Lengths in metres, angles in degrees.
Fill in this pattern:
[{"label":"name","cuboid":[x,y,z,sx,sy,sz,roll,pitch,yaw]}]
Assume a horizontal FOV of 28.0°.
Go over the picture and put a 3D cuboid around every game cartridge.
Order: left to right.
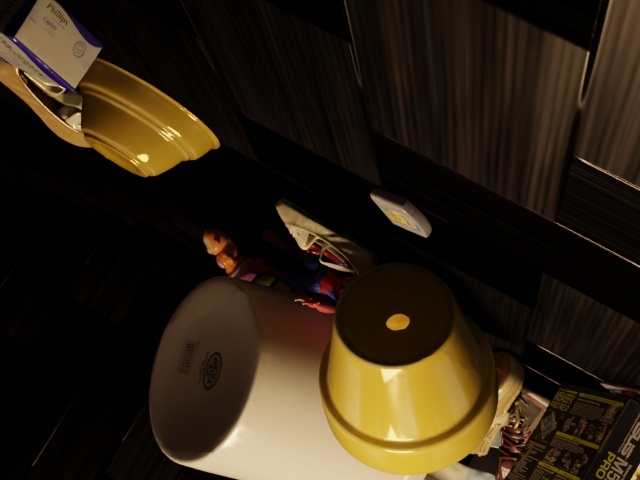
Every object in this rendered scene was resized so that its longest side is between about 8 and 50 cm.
[{"label":"game cartridge","cuboid":[0.095,-0.030,1.464,0.056,0.017,0.083,20,166,33]}]

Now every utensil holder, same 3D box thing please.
[{"label":"utensil holder","cuboid":[-0.037,0.250,2.090,0.385,0.328,0.327,20,179,-37]}]

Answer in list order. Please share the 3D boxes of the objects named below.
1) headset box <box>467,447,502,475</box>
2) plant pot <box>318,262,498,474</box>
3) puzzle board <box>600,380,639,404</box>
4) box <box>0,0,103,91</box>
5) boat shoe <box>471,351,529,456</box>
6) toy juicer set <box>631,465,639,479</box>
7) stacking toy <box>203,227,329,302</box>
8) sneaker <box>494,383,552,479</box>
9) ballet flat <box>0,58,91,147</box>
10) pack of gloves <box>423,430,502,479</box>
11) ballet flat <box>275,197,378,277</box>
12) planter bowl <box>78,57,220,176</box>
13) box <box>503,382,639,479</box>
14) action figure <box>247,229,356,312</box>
[{"label":"headset box","cuboid":[0.389,0.483,2.372,0.246,0.283,0.131,22,168,44]},{"label":"plant pot","cuboid":[0.114,0.162,1.768,0.254,0.254,0.239,26,155,25]},{"label":"puzzle board","cuboid":[0.441,0.222,1.704,0.096,0.011,0.128,34,170,-17]},{"label":"box","cuboid":[-0.352,-0.253,1.519,0.137,0.072,0.126,24,169,34]},{"label":"boat shoe","cuboid":[0.270,0.262,2.028,0.089,0.105,0.285,20,150,-4]},{"label":"toy juicer set","cuboid":[0.515,0.405,1.924,0.329,0.089,0.209,3,118,67]},{"label":"stacking toy","cuboid":[-0.116,0.092,2.412,0.302,0.166,0.175,46,173,-4]},{"label":"sneaker","cuboid":[0.337,0.341,2.160,0.106,0.163,0.281,23,167,38]},{"label":"ballet flat","cuboid":[-0.376,-0.204,1.837,0.073,0.080,0.232,1,154,41]},{"label":"pack of gloves","cuboid":[0.299,0.386,2.303,0.232,0.195,0.046,16,158,15]},{"label":"ballet flat","cuboid":[0.000,0.000,1.789,0.168,0.052,0.057,29,170,11]},{"label":"planter bowl","cuboid":[-0.248,-0.146,1.692,0.217,0.090,0.217,30,170,6]},{"label":"box","cuboid":[0.350,0.313,1.781,0.060,0.216,0.270,33,173,-6]},{"label":"action figure","cuboid":[-0.025,0.048,1.974,0.280,0.091,0.139,22,177,43]}]
